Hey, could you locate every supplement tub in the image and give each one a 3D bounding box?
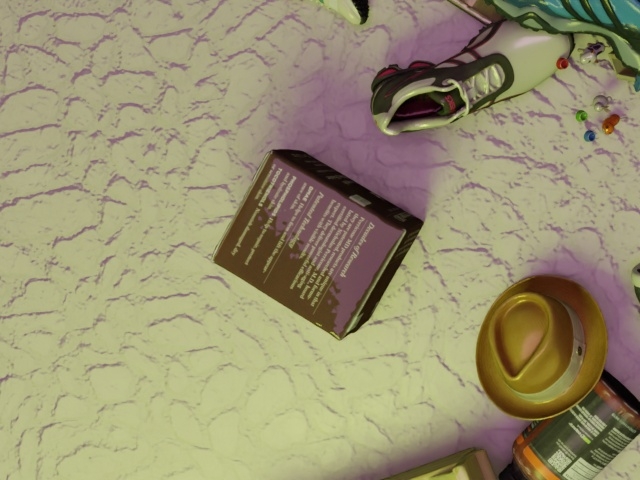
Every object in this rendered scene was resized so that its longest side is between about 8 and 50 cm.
[{"bbox_3d":[0.321,0.262,1.337,0.106,0.106,0.198,44,103,7],"label":"supplement tub"}]

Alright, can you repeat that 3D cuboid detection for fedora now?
[{"bbox_3d":[0.267,0.129,1.315,0.194,0.079,0.194,-15,63,31],"label":"fedora"}]

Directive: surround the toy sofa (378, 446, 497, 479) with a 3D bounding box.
[{"bbox_3d":[0.073,0.404,1.361,0.363,0.177,0.150,-23,80,15],"label":"toy sofa"}]

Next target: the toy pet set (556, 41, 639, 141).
[{"bbox_3d":[0.373,-0.195,1.286,0.114,0.065,0.122,-34,115,-9],"label":"toy pet set"}]

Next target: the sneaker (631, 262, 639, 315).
[{"bbox_3d":[0.502,0.078,1.273,0.217,0.079,0.121,-3,115,38],"label":"sneaker"}]

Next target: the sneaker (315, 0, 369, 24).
[{"bbox_3d":[-0.003,-0.342,1.396,0.075,0.057,0.161,-41,86,30],"label":"sneaker"}]

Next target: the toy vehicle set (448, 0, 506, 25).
[{"bbox_3d":[0.241,-0.422,1.332,0.166,0.035,0.266,36,102,8],"label":"toy vehicle set"}]

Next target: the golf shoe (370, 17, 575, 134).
[{"bbox_3d":[0.195,-0.197,1.310,0.273,0.120,0.105,-21,116,16],"label":"golf shoe"}]

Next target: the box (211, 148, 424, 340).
[{"bbox_3d":[0.000,0.000,1.359,0.203,0.168,0.167,31,100,9],"label":"box"}]

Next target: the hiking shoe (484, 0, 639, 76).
[{"bbox_3d":[0.325,-0.306,1.221,0.304,0.113,0.132,26,145,13],"label":"hiking shoe"}]
